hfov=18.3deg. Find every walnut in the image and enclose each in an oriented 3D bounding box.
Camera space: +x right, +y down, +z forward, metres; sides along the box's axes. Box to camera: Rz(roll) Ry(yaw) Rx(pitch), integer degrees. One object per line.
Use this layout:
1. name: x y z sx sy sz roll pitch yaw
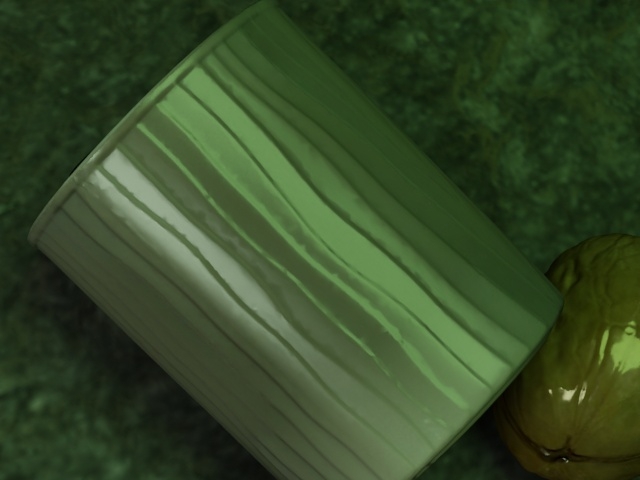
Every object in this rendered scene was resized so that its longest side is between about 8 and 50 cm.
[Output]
1. walnut: 0.189 0.075 1.299 0.144 0.144 0.180 38 45 -2

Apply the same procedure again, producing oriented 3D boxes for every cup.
1. cup: -0.013 0.014 1.227 0.273 0.288 0.208 44 90 2
